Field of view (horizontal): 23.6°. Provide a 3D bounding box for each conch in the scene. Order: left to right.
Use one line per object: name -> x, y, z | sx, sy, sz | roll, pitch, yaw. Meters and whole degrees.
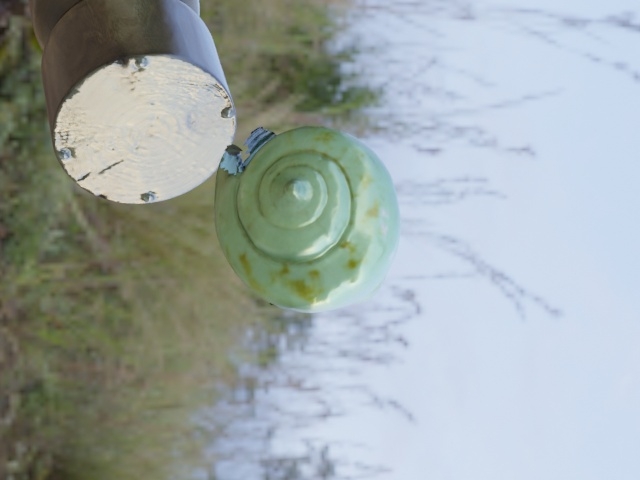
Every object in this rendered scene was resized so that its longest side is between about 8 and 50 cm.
conch -> -0.011, -0.016, 1.194 | 0.250, 0.143, 0.137 | -128, -136, -89

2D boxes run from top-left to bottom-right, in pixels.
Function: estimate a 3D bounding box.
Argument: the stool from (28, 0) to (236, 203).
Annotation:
stool -> -0.195, -0.185, 1.544 | 0.264, 0.179, 0.179 | -110, -155, -47
